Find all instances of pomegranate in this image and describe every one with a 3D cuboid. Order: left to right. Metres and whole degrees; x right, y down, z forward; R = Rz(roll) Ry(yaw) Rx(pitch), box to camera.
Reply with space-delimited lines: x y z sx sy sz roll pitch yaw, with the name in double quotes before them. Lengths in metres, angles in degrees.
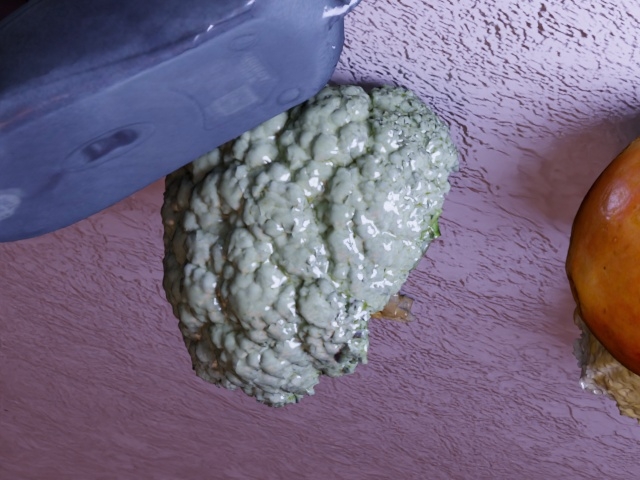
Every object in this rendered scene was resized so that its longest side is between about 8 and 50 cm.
"pomegranate" 0.280 0.011 1.346 0.209 0.209 0.209 13 157 6

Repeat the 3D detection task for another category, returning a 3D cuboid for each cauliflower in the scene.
"cauliflower" 0.000 0.000 1.510 0.250 0.272 0.275 -5 -167 -45

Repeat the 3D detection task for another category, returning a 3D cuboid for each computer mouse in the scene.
"computer mouse" -0.145 -0.123 1.351 0.371 0.122 0.188 -24 157 7

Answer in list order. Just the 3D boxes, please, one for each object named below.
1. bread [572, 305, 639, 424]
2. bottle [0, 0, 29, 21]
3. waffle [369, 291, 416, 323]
"bread" 0.326 0.088 1.602 0.174 0.121 0.245 29 160 -9
"bottle" -0.329 -0.148 1.485 0.253 0.120 0.120 2 154 32
"waffle" 0.019 0.025 1.769 0.125 0.032 0.191 11 158 16
